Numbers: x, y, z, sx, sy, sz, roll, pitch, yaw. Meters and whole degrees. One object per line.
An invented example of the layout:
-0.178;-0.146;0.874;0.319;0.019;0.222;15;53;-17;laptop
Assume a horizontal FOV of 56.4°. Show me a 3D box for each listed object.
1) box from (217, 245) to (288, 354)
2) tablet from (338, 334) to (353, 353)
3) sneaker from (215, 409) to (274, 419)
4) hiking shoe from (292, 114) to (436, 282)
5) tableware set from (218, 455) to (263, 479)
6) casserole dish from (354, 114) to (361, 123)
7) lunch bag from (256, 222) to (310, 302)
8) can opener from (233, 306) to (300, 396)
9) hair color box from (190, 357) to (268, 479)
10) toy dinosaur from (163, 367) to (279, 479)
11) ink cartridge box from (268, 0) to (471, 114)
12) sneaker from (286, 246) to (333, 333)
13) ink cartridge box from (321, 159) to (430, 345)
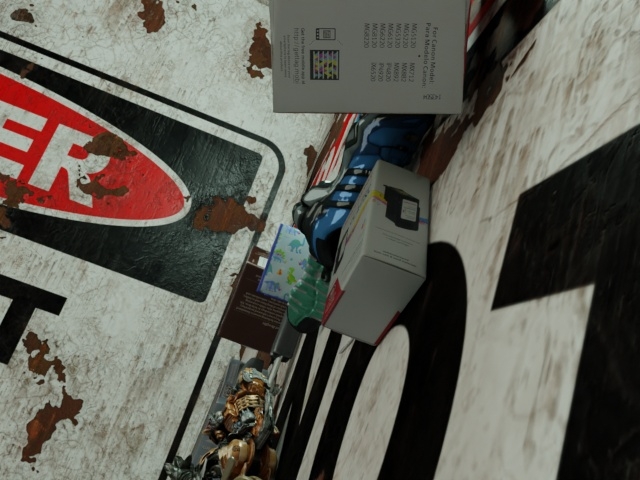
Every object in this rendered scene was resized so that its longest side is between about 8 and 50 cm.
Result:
-0.133;0.146;1.473;0.167;0.169;0.203;-97;30;-76;box
0.043;0.115;0.845;0.054;0.006;0.083;120;169;-52;tablet
-0.178;0.423;1.261;0.279;0.107;0.118;123;162;-62;sneaker
0.079;-0.077;0.870;0.304;0.113;0.132;-52;49;37;hiking shoe
-0.101;0.394;0.819;0.039;0.128;0.194;-11;-46;-45;tableware set
0.117;-0.310;1.481;0.188;0.037;0.114;119;170;-55;casserole dish
-0.052;0.059;1.265;0.096;0.129;0.151;115;172;-71;lunch bag
-0.095;0.226;1.277;0.280;0.093;0.074;-65;6;-25;can opener
-0.261;0.520;1.577;0.185;0.114;0.374;-84;16;-66;hair color box
-0.146;0.371;0.995;0.218;0.164;0.322;-47;10;30;toy dinosaur
0.090;-0.249;0.739;0.309;0.272;0.130;-81;-8;-66;ink cartridge box
0.013;0.067;1.064;0.098;0.083;0.223;-27;-35;-54;sneaker
0.066;0.011;0.693;0.175;0.072;0.127;-77;10;-48;ink cartridge box
